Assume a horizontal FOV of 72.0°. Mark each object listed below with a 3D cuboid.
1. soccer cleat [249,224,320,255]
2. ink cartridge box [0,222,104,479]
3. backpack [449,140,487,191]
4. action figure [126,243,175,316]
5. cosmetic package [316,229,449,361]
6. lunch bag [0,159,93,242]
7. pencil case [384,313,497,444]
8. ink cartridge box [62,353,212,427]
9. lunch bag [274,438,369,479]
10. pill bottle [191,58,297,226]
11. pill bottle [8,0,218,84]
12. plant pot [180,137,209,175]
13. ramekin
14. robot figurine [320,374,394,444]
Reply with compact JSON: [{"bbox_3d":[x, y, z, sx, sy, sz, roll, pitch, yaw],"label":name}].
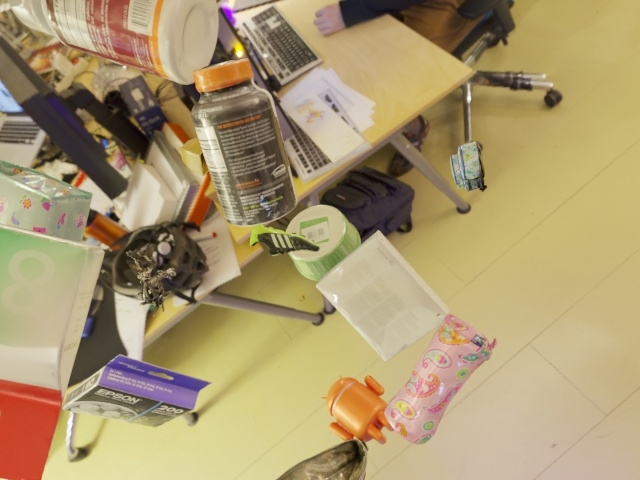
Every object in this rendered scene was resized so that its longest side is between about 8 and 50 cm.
[{"bbox_3d":[-0.091,0.010,1.118,0.179,0.060,0.072,16,85,3],"label":"soccer cleat"},{"bbox_3d":[-0.312,0.092,0.379,0.181,0.056,0.224,14,83,-6],"label":"ink cartridge box"},{"bbox_3d":[0.390,-0.197,1.171,0.084,0.114,0.104,-9,50,17],"label":"backpack"},{"bbox_3d":[-0.661,0.154,1.755,0.164,0.141,0.275,-23,87,24],"label":"action figure"},{"bbox_3d":[0.217,0.197,1.538,0.284,0.097,0.377,-40,95,22],"label":"cosmetic package"},{"bbox_3d":[-0.715,-0.056,1.060,0.263,0.160,0.223,21,103,10],"label":"lunch bag"},{"bbox_3d":[0.255,0.299,0.950,0.124,0.124,0.284,39,106,34],"label":"pencil case"},{"bbox_3d":[-0.363,0.311,0.883,0.208,0.206,0.045,-36,41,29],"label":"ink cartridge box"},{"bbox_3d":[0.016,0.658,1.178,0.287,0.235,0.169,-31,59,-16],"label":"lunch bag"},{"bbox_3d":[-0.124,-0.156,0.707,0.131,0.245,0.130,-10,25,5],"label":"pill bottle"},{"bbox_3d":[-0.449,-0.508,0.971,0.393,0.224,0.223,19,69,5],"label":"pill bottle"},{"bbox_3d":[-0.365,-0.255,1.304,0.084,0.081,0.081,20,50,14],"label":"plant pot"},{"bbox_3d":[0.000,0.000,1.818,0.304,0.148,0.303,-12,56,18],"label":"ramekin"},{"bbox_3d":[0.106,0.469,1.235,0.220,0.128,0.157,28,109,39],"label":"robot figurine"}]
